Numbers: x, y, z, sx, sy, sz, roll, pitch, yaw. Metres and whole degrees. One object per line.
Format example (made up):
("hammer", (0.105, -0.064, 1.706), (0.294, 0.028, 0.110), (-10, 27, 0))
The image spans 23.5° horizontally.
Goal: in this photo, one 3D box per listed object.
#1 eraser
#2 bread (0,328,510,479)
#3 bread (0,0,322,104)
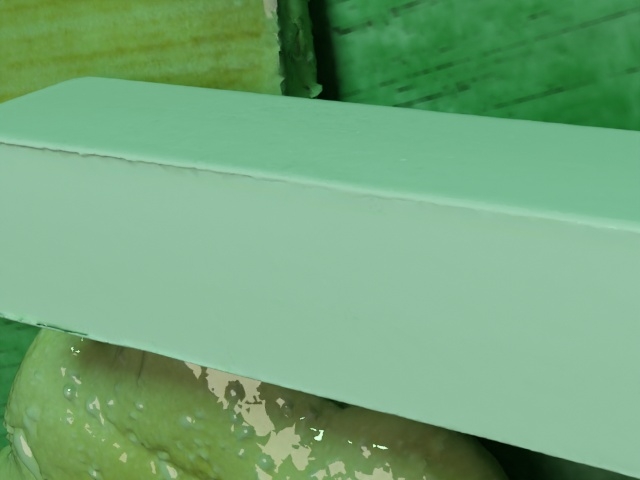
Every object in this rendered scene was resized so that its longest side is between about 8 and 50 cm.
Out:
("eraser", (-0.001, 0.000, 0.510), (0.298, 0.078, 0.076), (10, 116, 39))
("bread", (-0.030, 0.160, 0.659), (0.316, 0.054, 0.316), (19, 125, 29))
("bread", (-0.105, -0.086, 0.649), (0.267, 0.040, 0.267), (15, 116, 33))
